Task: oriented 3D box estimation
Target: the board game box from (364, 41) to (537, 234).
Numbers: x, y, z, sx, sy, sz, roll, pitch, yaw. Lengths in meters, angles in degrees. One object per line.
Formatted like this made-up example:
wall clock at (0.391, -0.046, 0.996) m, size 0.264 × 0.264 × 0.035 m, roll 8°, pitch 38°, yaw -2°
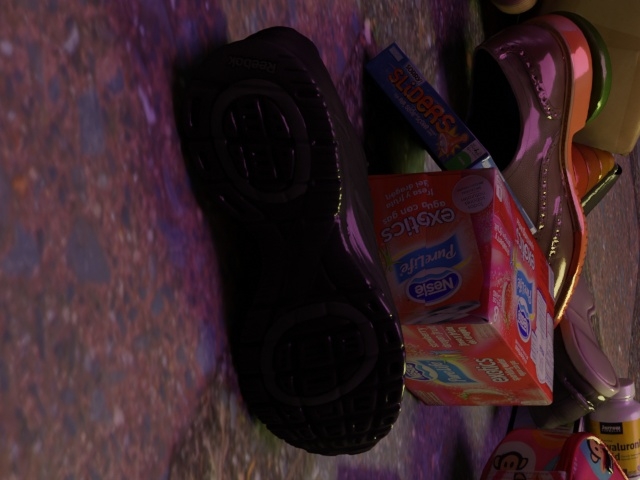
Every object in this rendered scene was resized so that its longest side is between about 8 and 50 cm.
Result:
board game box at (0.116, -0.075, 1.166) m, size 0.136 × 0.035 × 0.201 m, roll 54°, pitch 5°, yaw 25°

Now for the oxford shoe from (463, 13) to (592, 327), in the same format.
oxford shoe at (0.199, -0.054, 1.440) m, size 0.133 × 0.130 × 0.363 m, roll -18°, pitch 115°, yaw -36°

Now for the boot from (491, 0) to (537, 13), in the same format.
boot at (0.184, -0.408, 1.448) m, size 0.220 × 0.109 × 0.283 m, roll 37°, pitch 60°, yaw -60°

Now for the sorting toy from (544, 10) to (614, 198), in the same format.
sorting toy at (0.305, -0.175, 1.484) m, size 0.127 × 0.126 × 0.365 m, roll 51°, pitch -36°, yaw 39°

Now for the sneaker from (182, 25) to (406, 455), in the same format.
sneaker at (0.000, 0.000, 0.842) m, size 0.130 × 0.109 × 0.286 m, roll -66°, pitch 150°, yaw -64°

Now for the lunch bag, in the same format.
lunch bag at (0.232, 0.357, 1.316) m, size 0.258 × 0.120 × 0.293 m, roll 51°, pitch 50°, yaw -38°

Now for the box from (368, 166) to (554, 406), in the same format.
box at (0.112, 0.047, 1.114) m, size 0.257 × 0.123 × 0.128 m, roll 46°, pitch 44°, yaw -62°

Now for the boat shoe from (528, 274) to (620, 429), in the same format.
boat shoe at (0.271, 0.103, 1.606) m, size 0.112 × 0.095 × 0.335 m, roll 44°, pitch 20°, yaw -18°

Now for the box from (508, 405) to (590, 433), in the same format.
box at (0.277, 0.288, 1.603) m, size 0.290 × 0.087 × 0.169 m, roll -61°, pitch 143°, yaw -56°

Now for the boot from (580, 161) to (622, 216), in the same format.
boot at (0.332, -0.062, 1.704) m, size 0.137 × 0.077 × 0.198 m, roll -52°, pitch -177°, yaw 19°

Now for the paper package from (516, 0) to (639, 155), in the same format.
paper package at (0.347, -0.323, 1.609) m, size 0.324 × 0.168 × 0.309 m, roll 103°, pitch 1°, yaw -46°

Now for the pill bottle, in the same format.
pill bottle at (0.350, 0.224, 1.589) m, size 0.065 × 0.065 × 0.116 m, roll -26°, pitch 110°, yaw -69°
